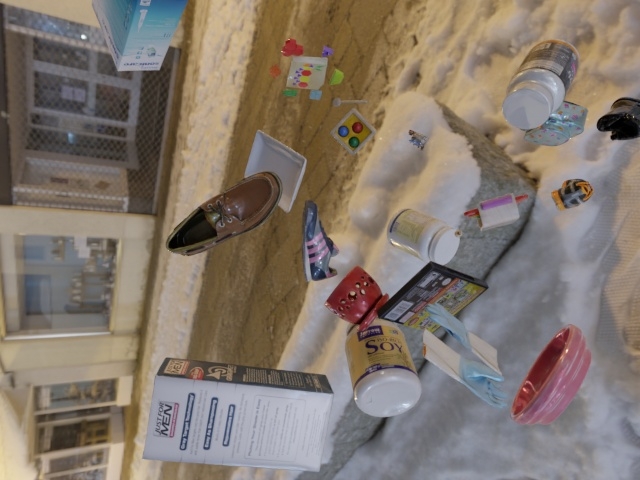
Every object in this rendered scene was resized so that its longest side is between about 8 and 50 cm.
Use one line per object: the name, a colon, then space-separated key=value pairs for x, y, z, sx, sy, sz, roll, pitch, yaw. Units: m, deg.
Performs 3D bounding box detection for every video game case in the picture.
video game case: x=0.362 y=0.193 z=1.382 sx=0.274 sy=0.249 sz=0.035 roll=-52 pitch=32 yaw=33

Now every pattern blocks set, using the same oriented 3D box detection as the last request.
pattern blocks set: x=-0.053 y=-0.652 z=1.649 sx=0.325 sy=0.286 sz=0.026 roll=147 pitch=125 yaw=-66

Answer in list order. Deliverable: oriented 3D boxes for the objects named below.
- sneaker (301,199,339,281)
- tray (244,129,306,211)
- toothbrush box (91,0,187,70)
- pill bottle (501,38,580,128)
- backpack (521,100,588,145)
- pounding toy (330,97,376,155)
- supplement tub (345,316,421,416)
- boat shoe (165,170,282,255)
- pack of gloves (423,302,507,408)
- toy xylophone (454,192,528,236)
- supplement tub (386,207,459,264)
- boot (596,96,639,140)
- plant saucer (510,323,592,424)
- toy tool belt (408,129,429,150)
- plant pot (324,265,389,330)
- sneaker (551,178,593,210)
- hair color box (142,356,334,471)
sneaker: x=0.000 y=0.000 z=1.489 sx=0.112 sy=0.131 sz=0.318 roll=-101 pitch=9 yaw=-58
tray: x=-0.119 y=-0.189 z=1.127 sx=0.270 sy=0.030 sz=0.145 roll=40 pitch=116 yaw=46
toothbrush box: x=-0.474 y=-0.615 z=1.093 sx=0.296 sy=0.126 sz=0.216 roll=-29 pitch=83 yaw=51
pill bottle: x=0.657 y=-0.467 z=1.273 sx=0.278 sy=0.162 sz=0.162 roll=-53 pitch=15 yaw=-28
backpack: x=0.823 y=-0.413 z=1.490 sx=0.166 sy=0.189 sz=0.144 roll=111 pitch=165 yaw=-86
pounding toy: x=0.117 y=-0.462 z=1.617 sx=0.181 sy=0.206 sz=0.094 roll=-44 pitch=6 yaw=18
supplement tub: x=0.221 y=0.453 z=1.593 sx=0.331 sy=0.241 sz=0.240 roll=-100 pitch=28 yaw=-55
boat shoe: x=-0.221 y=-0.050 z=0.972 sx=0.307 sy=0.104 sz=0.110 roll=-35 pitch=86 yaw=19
pack of gloves: x=0.321 y=0.233 z=0.910 sx=0.046 sy=0.232 sz=0.195 roll=-47 pitch=11 yaw=32
toy xylophone: x=0.590 y=-0.083 z=1.502 sx=0.323 sy=0.237 sz=0.081 roll=24 pitch=-129 yaw=-78
supplement tub: x=0.539 y=-0.020 z=2.246 sx=0.325 sy=0.236 sz=0.235 roll=29 pitch=114 yaw=45
boot: x=1.016 y=-0.365 z=1.321 sx=0.247 sy=0.207 sz=0.094 roll=27 pitch=138 yaw=29
plant saucer: x=0.675 y=0.402 z=1.233 sx=0.084 sy=0.332 sz=0.331 roll=32 pitch=120 yaw=21
toy tool belt: x=0.323 y=-0.338 z=1.434 sx=0.083 sy=0.052 sz=0.051 roll=36 pitch=112 yaw=37
plant pot: x=0.137 y=0.211 z=1.510 sx=0.174 sy=0.191 sz=0.191 roll=38 pitch=129 yaw=12
sneaker: x=0.750 y=-0.140 z=1.233 sx=0.083 sy=0.215 sz=0.084 roll=-30 pitch=87 yaw=47
hair color box: x=-0.162 y=0.355 z=0.871 sx=0.105 sy=0.348 sz=0.173 roll=-150 pitch=70 yaw=-79
